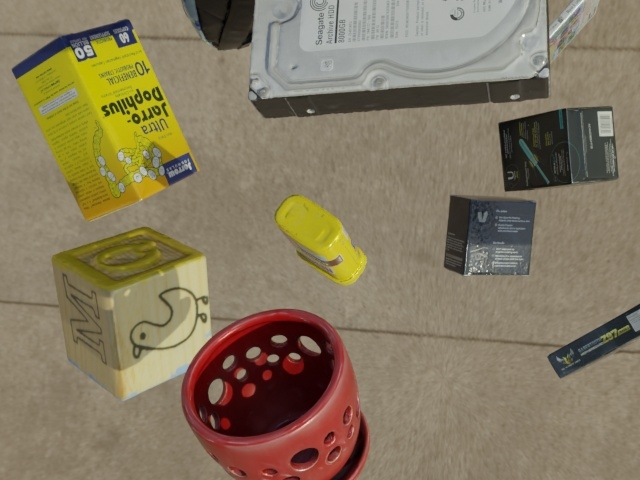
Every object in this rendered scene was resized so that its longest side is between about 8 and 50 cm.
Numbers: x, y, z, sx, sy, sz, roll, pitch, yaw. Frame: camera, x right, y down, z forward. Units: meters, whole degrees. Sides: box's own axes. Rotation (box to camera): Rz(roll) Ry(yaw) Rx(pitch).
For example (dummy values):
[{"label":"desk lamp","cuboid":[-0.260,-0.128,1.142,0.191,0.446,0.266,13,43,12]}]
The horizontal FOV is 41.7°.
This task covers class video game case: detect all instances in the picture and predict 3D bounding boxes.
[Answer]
[{"label":"video game case","cuboid":[0.420,-0.365,1.426,0.019,0.157,0.143,43,93,14]}]

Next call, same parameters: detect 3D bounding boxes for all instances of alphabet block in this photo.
[{"label":"alphabet block","cuboid":[-0.308,0.112,1.391,0.193,0.192,0.197,21,122,41]}]

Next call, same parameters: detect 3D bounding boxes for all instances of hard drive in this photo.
[{"label":"hard drive","cuboid":[0.089,-0.268,0.969,0.338,0.064,0.237,-1,73,17]}]

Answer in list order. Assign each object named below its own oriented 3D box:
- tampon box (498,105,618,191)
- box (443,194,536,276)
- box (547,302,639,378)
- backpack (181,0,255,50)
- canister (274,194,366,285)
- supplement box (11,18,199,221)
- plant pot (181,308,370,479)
[{"label":"tampon box","cuboid":[0.382,-0.146,1.362,0.101,0.161,0.121,-6,92,-28]},{"label":"box","cuboid":[0.348,-0.011,1.735,0.155,0.093,0.158,1,99,-20]},{"label":"box","cuboid":[0.597,0.200,1.727,0.232,0.183,0.059,-35,71,24]},{"label":"backpack","cuboid":[-0.138,-0.496,1.496,0.290,0.356,0.273,-27,61,-12]},{"label":"canister","cuboid":[0.000,0.000,1.395,0.126,0.170,0.073,34,82,24]},{"label":"supplement box","cuboid":[-0.449,-0.252,1.777,0.195,0.194,0.357,-16,103,39]},{"label":"plant pot","cuboid":[-0.044,0.203,0.962,0.191,0.174,0.191,-10,40,9]}]
